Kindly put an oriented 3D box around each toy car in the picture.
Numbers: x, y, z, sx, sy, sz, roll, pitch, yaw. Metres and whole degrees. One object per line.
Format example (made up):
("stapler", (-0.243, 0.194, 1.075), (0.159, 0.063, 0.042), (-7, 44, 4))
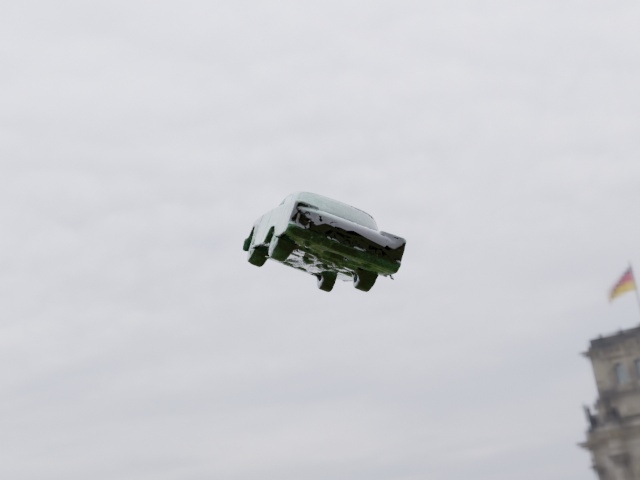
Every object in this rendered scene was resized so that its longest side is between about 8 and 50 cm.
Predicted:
("toy car", (0.000, 0.000, 1.300), (0.142, 0.097, 0.321), (20, -7, -11))
